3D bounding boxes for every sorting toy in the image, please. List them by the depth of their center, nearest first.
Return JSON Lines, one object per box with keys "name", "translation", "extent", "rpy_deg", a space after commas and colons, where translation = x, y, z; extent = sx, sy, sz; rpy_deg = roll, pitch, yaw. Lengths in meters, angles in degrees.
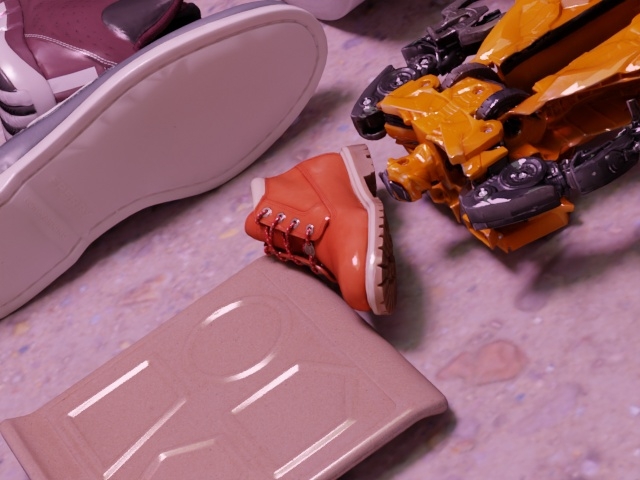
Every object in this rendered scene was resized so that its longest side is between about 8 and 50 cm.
{"name": "sorting toy", "translation": [-0.057, 0.103, 1.061], "extent": [0.208, 0.038, 0.193], "rpy_deg": [-31, 36, -13]}

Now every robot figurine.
{"name": "robot figurine", "translation": [0.163, -0.098, 1.121], "extent": [0.291, 0.085, 0.211], "rpy_deg": [-33, 36, -9]}

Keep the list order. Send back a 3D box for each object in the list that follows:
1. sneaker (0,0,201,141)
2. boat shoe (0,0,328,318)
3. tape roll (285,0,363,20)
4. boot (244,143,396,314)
{"name": "sneaker", "translation": [-0.174, -0.160, 1.416], "extent": [0.162, 0.106, 0.281], "rpy_deg": [-16, 36, -8]}
{"name": "boat shoe", "translation": [-0.145, -0.069, 1.254], "extent": [0.319, 0.116, 0.099], "rpy_deg": [-35, 41, -3]}
{"name": "tape roll", "translation": [0.005, -0.299, 1.330], "extent": [0.169, 0.246, 0.246], "rpy_deg": [-38, 38, -15]}
{"name": "boot", "translation": [0.000, 0.000, 1.114], "extent": [0.084, 0.059, 0.158], "rpy_deg": [-10, 29, -4]}
